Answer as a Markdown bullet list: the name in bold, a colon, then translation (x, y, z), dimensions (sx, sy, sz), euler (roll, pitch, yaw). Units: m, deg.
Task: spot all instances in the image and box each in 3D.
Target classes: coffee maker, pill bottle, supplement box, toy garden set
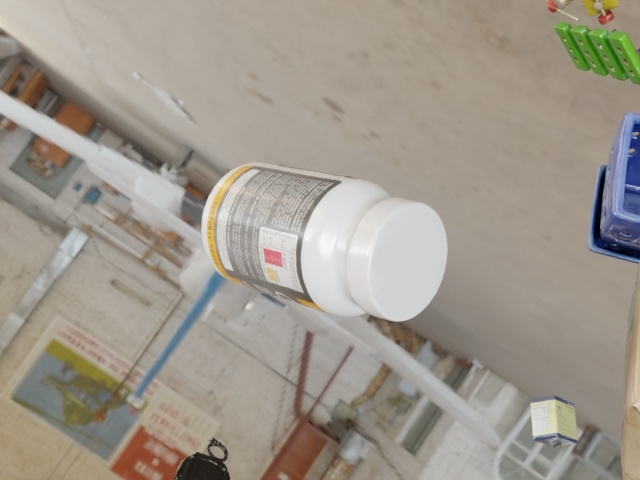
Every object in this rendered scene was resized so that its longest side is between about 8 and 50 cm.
- **coffee maker**: translation (-0.242, 0.501, 1.646), dimensions (0.120, 0.178, 0.171), euler (38, -146, 13)
- **pill bottle**: translation (0.000, 0.000, 1.020), dimensions (0.278, 0.162, 0.162), euler (15, 162, 45)
- **supplement box**: translation (0.468, 0.363, 1.739), dimensions (0.056, 0.083, 0.083), euler (-19, 148, 39)
- **toy garden set**: translation (0.520, -0.403, 1.641), dimensions (0.204, 0.049, 0.244), euler (51, -179, -24)

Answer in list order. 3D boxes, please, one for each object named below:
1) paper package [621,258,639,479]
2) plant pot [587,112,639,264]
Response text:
- **paper package**: translation (0.530, 0.156, 1.045), dimensions (0.309, 0.325, 0.168), euler (9, 133, 17)
- **plant pot**: translation (0.648, -0.075, 1.663), dimensions (0.236, 0.236, 0.212), euler (14, 154, 2)
